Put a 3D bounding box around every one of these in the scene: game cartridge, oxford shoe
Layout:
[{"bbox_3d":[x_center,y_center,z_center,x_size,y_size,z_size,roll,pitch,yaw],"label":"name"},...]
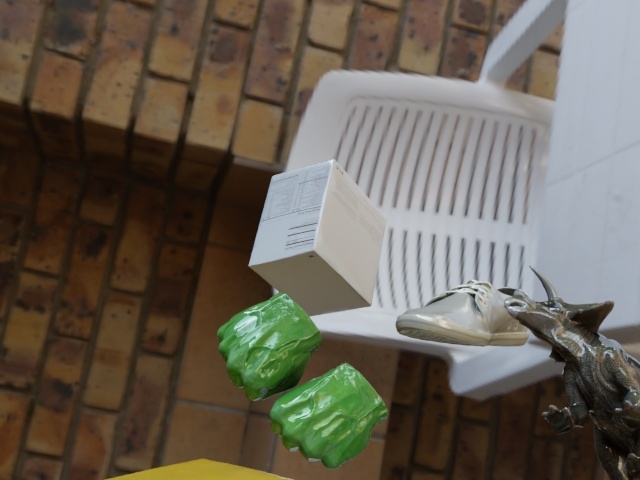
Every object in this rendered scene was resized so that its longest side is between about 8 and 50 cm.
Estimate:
[{"bbox_3d":[-0.226,0.368,1.270,0.324,0.285,0.052,-15,82,60],"label":"game cartridge"},{"bbox_3d":[0.287,0.141,1.786,0.169,0.449,0.130,9,92,36],"label":"oxford shoe"}]

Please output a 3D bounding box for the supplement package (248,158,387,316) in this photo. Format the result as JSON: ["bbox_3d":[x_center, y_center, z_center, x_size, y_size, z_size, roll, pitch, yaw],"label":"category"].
[{"bbox_3d":[0.000,0.000,1.669,0.149,0.194,0.203,-13,49,33],"label":"supplement package"}]

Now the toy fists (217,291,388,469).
[{"bbox_3d":[-0.039,0.209,1.325,0.279,0.142,0.096,48,151,20],"label":"toy fists"}]

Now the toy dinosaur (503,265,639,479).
[{"bbox_3d":[0.311,0.176,0.941,0.121,0.313,0.160,-27,15,35],"label":"toy dinosaur"}]
